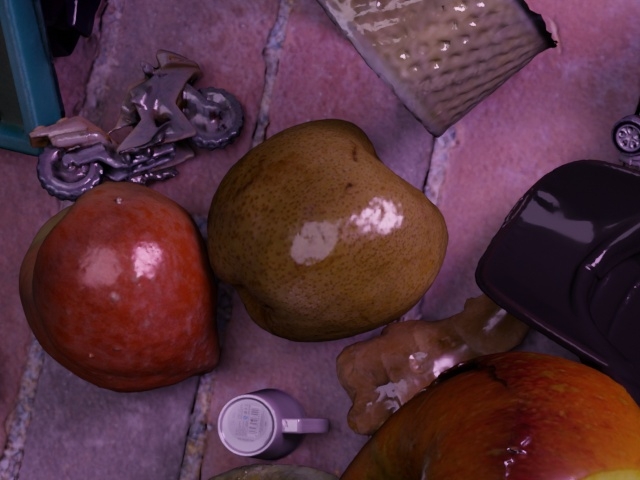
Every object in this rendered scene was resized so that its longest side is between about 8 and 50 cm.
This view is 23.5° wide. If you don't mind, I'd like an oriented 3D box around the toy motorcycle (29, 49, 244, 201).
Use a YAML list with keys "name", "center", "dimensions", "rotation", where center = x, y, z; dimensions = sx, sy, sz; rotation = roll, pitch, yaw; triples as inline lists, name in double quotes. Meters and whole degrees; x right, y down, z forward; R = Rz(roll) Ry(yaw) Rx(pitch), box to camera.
- name: "toy motorcycle"
  center: [-0.201, -0.126, 1.638]
  dimensions: [0.229, 0.094, 0.130]
  rotation: [-21, 73, -14]

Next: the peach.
- name: "peach"
  center: [-0.191, 0.054, 1.569]
  dimensions: [0.232, 0.232, 0.232]
  rotation: [-3, 81, 16]

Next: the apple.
- name: "apple"
  center: [0.181, 0.302, 1.328]
  dimensions: [0.374, 0.374, 0.384]
  rotation: [37, 100, 18]

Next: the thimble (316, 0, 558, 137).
- name: "thimble"
  center: [0.090, -0.240, 1.491]
  dimensions: [0.150, 0.271, 0.271]
  rotation: [-40, 73, 8]

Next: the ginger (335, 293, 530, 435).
- name: "ginger"
  center: [0.137, 0.085, 1.528]
  dimensions: [0.294, 0.086, 0.131]
  rotation: [-45, 61, -3]

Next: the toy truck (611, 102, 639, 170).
- name: "toy truck"
  center: [0.372, -0.167, 1.427]
  dimensions: [0.124, 0.114, 0.253]
  rotation: [32, 124, 20]

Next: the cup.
- name: "cup"
  center: [-0.046, 0.185, 1.547]
  dimensions: [0.104, 0.116, 0.074]
  rotation: [2, 84, 10]

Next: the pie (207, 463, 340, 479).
- name: "pie"
  center: [-0.042, 0.357, 1.535]
  dimensions: [0.277, 0.078, 0.277]
  rotation: [-3, 80, 18]

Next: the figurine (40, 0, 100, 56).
- name: "figurine"
  center: [-0.303, -0.352, 1.689]
  dimensions: [0.308, 0.143, 0.308]
  rotation: [-17, 67, 45]

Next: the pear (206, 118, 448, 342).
- name: "pear"
  center: [0.000, 0.000, 1.515]
  dimensions: [0.211, 0.188, 0.228]
  rotation: [-44, 58, 2]

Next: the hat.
- name: "hat"
  center: [0.321, 0.076, 1.448]
  dimensions: [0.336, 0.209, 0.238]
  rotation: [25, 70, 35]

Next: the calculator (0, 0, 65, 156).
- name: "calculator"
  center: [-0.403, -0.220, 1.652]
  dimensions: [0.274, 0.058, 0.248]
  rotation: [13, 127, 27]
